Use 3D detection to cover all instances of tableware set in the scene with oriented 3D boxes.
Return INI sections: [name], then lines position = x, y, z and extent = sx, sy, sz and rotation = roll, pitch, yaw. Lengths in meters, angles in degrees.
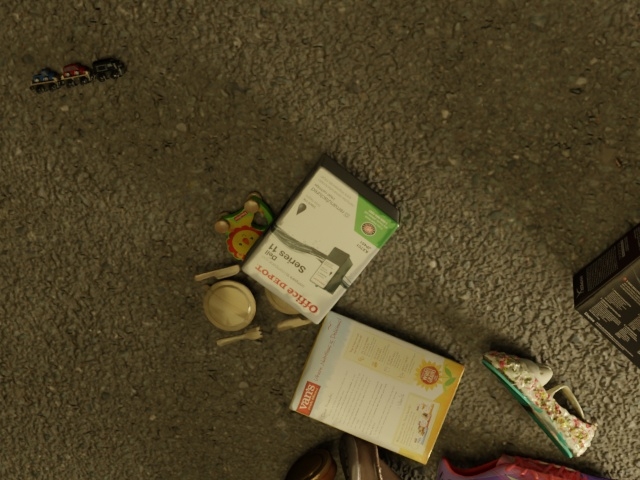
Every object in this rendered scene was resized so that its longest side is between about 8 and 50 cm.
[tableware set]
position = -0.095, 0.089, 1.712
extent = 0.194, 0.039, 0.128
rotation = -15, 102, 13

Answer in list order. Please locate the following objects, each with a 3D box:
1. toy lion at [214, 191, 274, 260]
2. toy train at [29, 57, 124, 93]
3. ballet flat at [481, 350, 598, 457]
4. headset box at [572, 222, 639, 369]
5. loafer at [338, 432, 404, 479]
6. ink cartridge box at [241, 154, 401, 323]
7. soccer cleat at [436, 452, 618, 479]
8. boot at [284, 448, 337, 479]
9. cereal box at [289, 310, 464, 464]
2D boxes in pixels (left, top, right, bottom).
[toy lion]
position = -0.112, -0.015, 1.673
extent = 0.100, 0.034, 0.096
rotation = -33, 111, 23
[toy train]
position = -0.376, -0.254, 1.615
extent = 0.158, 0.027, 0.036
rotation = -8, 109, 15
[ballet flat]
position = 0.352, 0.245, 1.679
extent = 0.077, 0.091, 0.241
rotation = -44, 106, -5
[headset box]
position = 0.547, 0.057, 1.521
extent = 0.218, 0.110, 0.293
rotation = 41, 116, -9
[loafer]
position = 0.133, 0.459, 1.801
extent = 0.130, 0.134, 0.366
rotation = -22, 118, 2
[ink cartridge box]
position = 0.000, 0.000, 1.604
extent = 0.153, 0.087, 0.208
rotation = 36, 106, -7
[soccer cleat]
position = 0.348, 0.405, 1.736
extent = 0.318, 0.108, 0.116
rotation = -6, 85, 8
[boot]
position = 0.010, 0.502, 1.840
extent = 0.220, 0.109, 0.283
rotation = 35, 119, -4
[cereal box]
position = 0.090, 0.234, 1.698
extent = 0.240, 0.047, 0.173
rotation = 23, 89, 2
